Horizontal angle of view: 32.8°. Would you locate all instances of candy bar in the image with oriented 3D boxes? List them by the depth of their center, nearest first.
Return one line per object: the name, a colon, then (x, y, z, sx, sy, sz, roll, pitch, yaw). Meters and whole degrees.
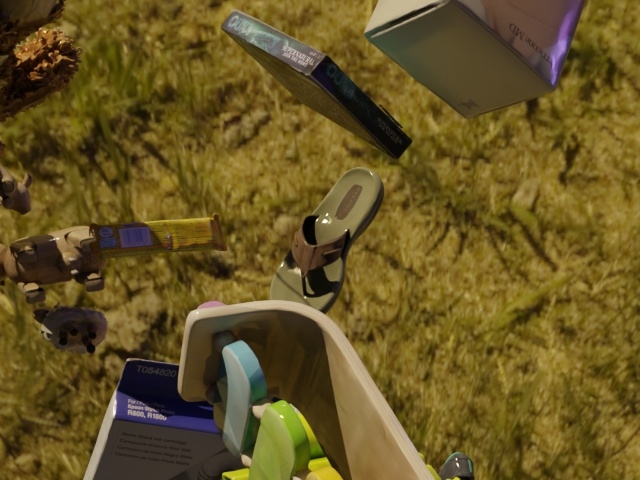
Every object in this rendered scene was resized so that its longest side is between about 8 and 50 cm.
candy bar: (-0.157, -0.003, 1.070, 0.161, 0.018, 0.040, -6, 81, -43)

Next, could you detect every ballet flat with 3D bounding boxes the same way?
ballet flat: (0.204, 0.455, 1.856, 0.074, 0.074, 0.203, 37, 112, 20)

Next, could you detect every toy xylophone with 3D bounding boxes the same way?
toy xylophone: (0.015, 0.193, 0.661, 0.081, 0.236, 0.322, -20, 53, -23)

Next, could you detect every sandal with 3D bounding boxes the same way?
sandal: (-0.001, -0.002, 1.779, 0.120, 0.086, 0.302, 18, 72, 28)

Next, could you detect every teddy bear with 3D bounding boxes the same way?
teddy bear: (-0.333, -0.165, 0.958, 0.245, 0.338, 0.113, -26, 79, -18)

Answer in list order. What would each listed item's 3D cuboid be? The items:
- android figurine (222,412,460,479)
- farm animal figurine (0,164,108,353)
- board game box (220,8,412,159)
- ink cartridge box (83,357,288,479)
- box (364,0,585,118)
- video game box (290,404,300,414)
android figurine: (0.010, 0.272, 0.952, 0.273, 0.056, 0.248, -9, 86, -19)
farm animal figurine: (-0.490, 0.012, 1.760, 0.327, 0.172, 0.330, 7, 101, -24)
board game box: (-0.007, -0.145, 0.986, 0.026, 0.126, 0.186, -51, 37, -1)
ink cartridge box: (-0.160, 0.254, 1.333, 0.223, 0.224, 0.045, 11, 32, -20)
box: (0.174, -0.285, 1.012, 0.148, 0.121, 0.311, 33, 65, -28)
video game box: (-0.059, 0.266, 1.643, 0.187, 0.048, 0.205, 30, 61, -3)
